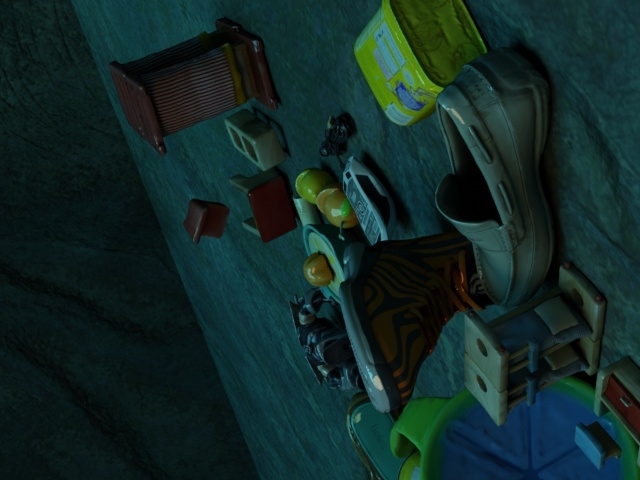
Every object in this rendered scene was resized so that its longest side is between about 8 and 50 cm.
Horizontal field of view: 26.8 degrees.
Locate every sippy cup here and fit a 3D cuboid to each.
[{"bbox_3d":[0.235,0.287,1.490,0.224,0.240,0.305,68,177,-62],"label":"sippy cup"}]

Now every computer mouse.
[{"bbox_3d":[0.057,-0.074,1.774,0.193,0.042,0.106,63,161,20],"label":"computer mouse"}]

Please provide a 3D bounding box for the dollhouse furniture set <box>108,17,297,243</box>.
[{"bbox_3d":[-0.159,-0.131,2.066,0.152,0.201,0.374,40,152,54],"label":"dollhouse furniture set"}]

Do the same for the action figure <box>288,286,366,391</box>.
[{"bbox_3d":[0.027,0.171,2.171,0.185,0.099,0.285,59,169,-15],"label":"action figure"}]

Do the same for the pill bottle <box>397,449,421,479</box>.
[{"bbox_3d":[0.185,0.355,1.943,0.103,0.103,0.184,64,164,-3],"label":"pill bottle"}]

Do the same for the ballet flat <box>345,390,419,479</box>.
[{"bbox_3d":[0.134,0.394,2.184,0.342,0.116,0.124,63,-176,-5],"label":"ballet flat"}]

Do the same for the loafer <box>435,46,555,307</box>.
[{"bbox_3d":[0.164,-0.047,1.338,0.112,0.111,0.319,48,158,43],"label":"loafer"}]

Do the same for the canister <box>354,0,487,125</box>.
[{"bbox_3d":[0.098,-0.194,1.387,0.126,0.073,0.170,62,166,2],"label":"canister"}]

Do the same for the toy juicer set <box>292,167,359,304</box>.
[{"bbox_3d":[0.000,0.000,1.980,0.209,0.089,0.329,64,165,-5],"label":"toy juicer set"}]

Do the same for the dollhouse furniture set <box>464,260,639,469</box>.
[{"bbox_3d":[0.248,0.142,1.346,0.183,0.129,0.129,52,161,37],"label":"dollhouse furniture set"}]

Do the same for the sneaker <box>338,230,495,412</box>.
[{"bbox_3d":[0.120,0.065,1.489,0.321,0.180,0.124,-90,-16,-63],"label":"sneaker"}]
